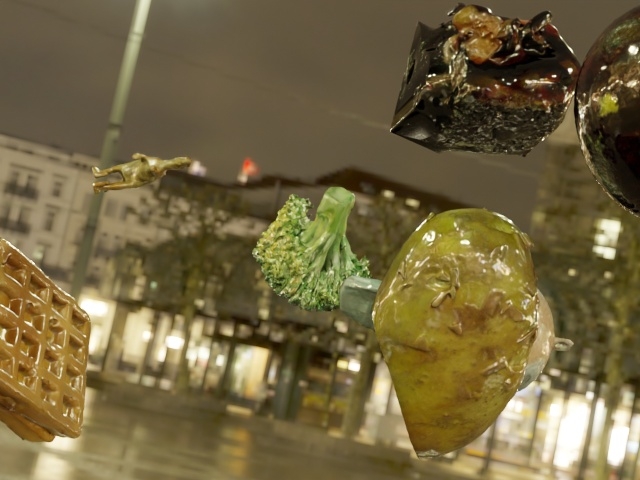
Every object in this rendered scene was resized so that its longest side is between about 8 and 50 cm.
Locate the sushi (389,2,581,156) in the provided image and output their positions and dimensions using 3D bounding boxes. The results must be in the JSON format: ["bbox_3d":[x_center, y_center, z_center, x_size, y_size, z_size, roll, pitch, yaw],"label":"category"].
[{"bbox_3d":[0.262,-0.242,1.851,0.227,0.215,0.212,22,-25,-14],"label":"sushi"}]

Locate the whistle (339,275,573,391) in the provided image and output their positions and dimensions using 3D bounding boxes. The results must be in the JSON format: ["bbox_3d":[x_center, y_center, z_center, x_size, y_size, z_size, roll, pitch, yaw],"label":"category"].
[{"bbox_3d":[0.191,0.132,1.805,0.347,0.189,0.189,11,-7,7],"label":"whistle"}]

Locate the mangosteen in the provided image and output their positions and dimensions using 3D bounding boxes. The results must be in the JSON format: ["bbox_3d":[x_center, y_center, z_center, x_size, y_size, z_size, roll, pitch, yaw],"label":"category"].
[{"bbox_3d":[0.424,-0.153,1.401,0.288,0.288,0.288,12,-7,1],"label":"mangosteen"}]

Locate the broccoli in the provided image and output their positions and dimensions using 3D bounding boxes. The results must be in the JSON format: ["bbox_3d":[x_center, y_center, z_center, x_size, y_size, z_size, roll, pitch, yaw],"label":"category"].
[{"bbox_3d":[0.000,0.000,1.951,0.194,0.194,0.220,18,23,-44],"label":"broccoli"}]

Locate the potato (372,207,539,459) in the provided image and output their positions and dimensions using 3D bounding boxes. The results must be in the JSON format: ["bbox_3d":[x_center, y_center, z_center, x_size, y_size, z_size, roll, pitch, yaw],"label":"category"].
[{"bbox_3d":[0.139,0.105,1.332,0.176,0.298,0.141,9,19,3],"label":"potato"}]

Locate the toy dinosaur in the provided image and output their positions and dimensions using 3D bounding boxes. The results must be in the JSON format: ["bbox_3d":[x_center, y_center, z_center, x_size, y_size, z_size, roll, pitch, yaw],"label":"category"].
[{"bbox_3d":[-0.218,-0.082,1.544,0.126,0.039,0.162,-10,-2,-2],"label":"toy dinosaur"}]

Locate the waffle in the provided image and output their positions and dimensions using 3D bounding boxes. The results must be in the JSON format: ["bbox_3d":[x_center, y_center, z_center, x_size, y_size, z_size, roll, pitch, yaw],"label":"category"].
[{"bbox_3d":[-0.439,0.134,1.746,0.098,0.224,0.328,-10,-32,15],"label":"waffle"}]
